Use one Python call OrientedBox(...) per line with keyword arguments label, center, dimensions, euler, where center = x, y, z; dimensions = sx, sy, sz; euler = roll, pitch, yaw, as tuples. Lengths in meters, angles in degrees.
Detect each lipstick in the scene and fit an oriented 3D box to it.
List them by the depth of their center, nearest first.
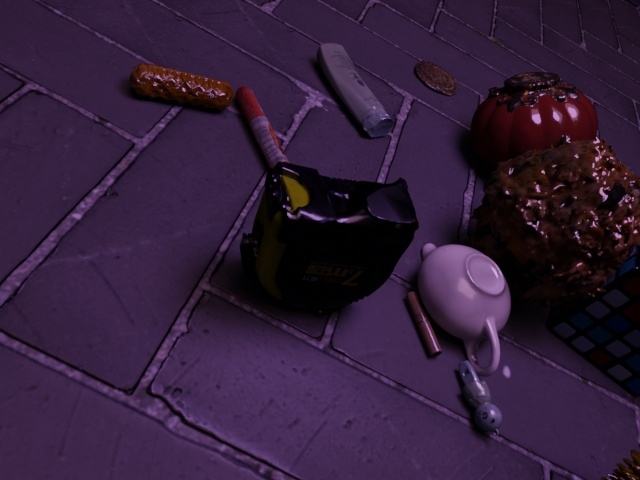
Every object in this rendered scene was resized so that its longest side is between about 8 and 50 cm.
OrientedBox(label="lipstick", center=(0.142, 0.114, 0.776), dimensions=(0.018, 0.019, 0.094), euler=(0, 54, -29))

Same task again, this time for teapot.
OrientedBox(label="teapot", center=(0.209, 0.079, 0.799), dimensions=(0.145, 0.092, 0.226), euler=(7, 53, -23))

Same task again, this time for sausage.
OrientedBox(label="sausage", center=(-0.082, -0.152, 0.866), dimensions=(0.034, 0.034, 0.253), euler=(-7, 58, -33))

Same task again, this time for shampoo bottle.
OrientedBox(label="shampoo bottle", center=(0.062, -0.281, 1.045), dimensions=(0.072, 0.049, 0.212), euler=(-10, 59, -40))

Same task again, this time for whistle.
OrientedBox(label="whistle", center=(0.204, 0.203, 0.726), dimensions=(0.035, 0.035, 0.100), euler=(2, 51, -28))

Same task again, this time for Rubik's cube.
OrientedBox(label="Rubik's cube", center=(0.501, 0.094, 0.879), dimensions=(0.182, 0.187, 0.184), euler=(38, 47, 4))

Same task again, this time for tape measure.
OrientedBox(label="tape measure", center=(0.000, 0.000, 0.679), dimensions=(0.198, 0.186, 0.112), euler=(7, 45, -19))

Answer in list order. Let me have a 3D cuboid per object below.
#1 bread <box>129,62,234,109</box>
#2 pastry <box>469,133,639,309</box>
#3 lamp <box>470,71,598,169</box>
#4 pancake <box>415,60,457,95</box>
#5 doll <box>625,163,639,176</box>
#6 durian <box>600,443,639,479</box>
OrientedBox(label="bread", center=(-0.208, -0.232, 0.854), dimensions=(0.157, 0.044, 0.052), euler=(6, 54, -25))
OrientedBox(label="pastry", center=(0.340, -0.037, 0.838), dimensions=(0.193, 0.274, 0.275), euler=(38, 42, -22))
OrientedBox(label="lamp", center=(0.402, -0.207, 1.073), dimensions=(0.226, 0.227, 0.227), euler=(16, 47, -18))
OrientedBox(label="pancake", center=(0.259, -0.361, 1.251), dimensions=(0.114, 0.011, 0.115), euler=(16, 47, -18))
OrientedBox(label="doll", center=(0.722, -0.125, 1.267), dimensions=(0.120, 0.075, 0.180), euler=(36, 45, -2))
OrientedBox(label="durian", center=(0.417, 0.335, 0.591), dimensions=(0.292, 0.258, 0.258), euler=(33, 44, 6))
